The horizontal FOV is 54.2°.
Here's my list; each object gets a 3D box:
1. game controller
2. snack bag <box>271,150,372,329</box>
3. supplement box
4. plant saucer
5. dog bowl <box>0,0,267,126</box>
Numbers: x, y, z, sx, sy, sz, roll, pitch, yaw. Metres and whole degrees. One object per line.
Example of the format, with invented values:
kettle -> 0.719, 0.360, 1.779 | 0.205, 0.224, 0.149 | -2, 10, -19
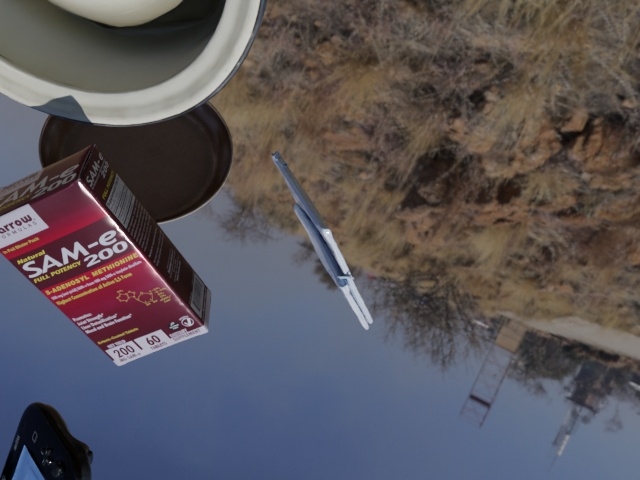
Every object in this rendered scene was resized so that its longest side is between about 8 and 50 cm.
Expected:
game controller -> -0.422, 0.394, 0.911 | 0.166, 0.319, 0.067 | 34, -161, 25
snack bag -> 0.000, 0.000, 1.416 | 0.323, 0.037, 0.343 | 58, 176, 45
supplement box -> -0.237, 0.026, 0.696 | 0.073, 0.130, 0.239 | -97, -20, -52
plant saucer -> -0.304, -0.148, 1.055 | 0.310, 0.311, 0.050 | 24, 149, 2
dog bowl -> -0.221, -0.312, 0.558 | 0.407, 0.150, 0.408 | 9, 137, 9
